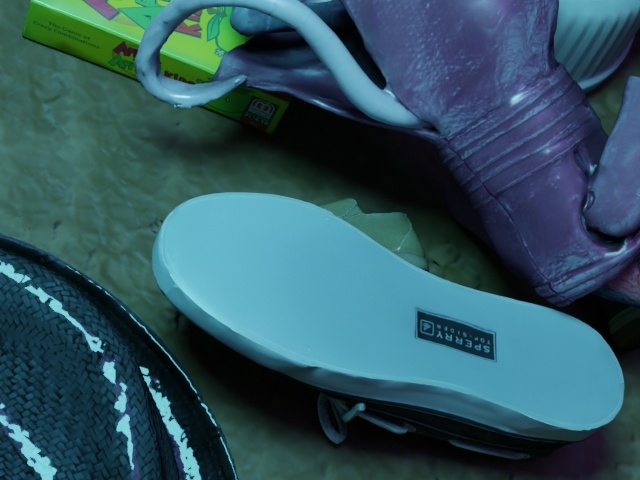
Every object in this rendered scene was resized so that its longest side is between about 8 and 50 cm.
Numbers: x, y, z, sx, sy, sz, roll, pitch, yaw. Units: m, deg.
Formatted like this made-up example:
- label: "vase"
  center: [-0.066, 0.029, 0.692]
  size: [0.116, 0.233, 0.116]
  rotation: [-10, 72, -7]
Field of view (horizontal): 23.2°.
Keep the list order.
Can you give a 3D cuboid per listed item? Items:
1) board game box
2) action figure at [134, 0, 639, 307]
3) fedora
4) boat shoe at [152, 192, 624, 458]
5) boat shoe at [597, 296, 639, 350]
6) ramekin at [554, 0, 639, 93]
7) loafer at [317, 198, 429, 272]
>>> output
- label: "board game box"
  center: [-0.100, -0.151, 1.063]
  size: [0.181, 0.043, 0.092]
  rotation: [21, 59, -9]
- label: "action figure"
  center: [0.119, -0.075, 0.964]
  size: [0.275, 0.248, 0.370]
  rotation: [-36, 89, -38]
- label: "fedora"
  center: [-0.179, 0.116, 0.829]
  size: [0.334, 0.152, 0.334]
  rotation: [8, 61, -16]
- label: "boat shoe"
  center: [0.032, 0.064, 0.964]
  size: [0.306, 0.105, 0.113]
  rotation: [15, 55, -20]
- label: "boat shoe"
  center: [0.287, 0.008, 1.101]
  size: [0.223, 0.080, 0.073]
  rotation: [-21, 77, -23]
- label: "ramekin"
  center: [0.159, -0.214, 1.153]
  size: [0.207, 0.109, 0.207]
  rotation: [8, 62, -16]
- label: "loafer"
  center: [0.000, 0.000, 1.017]
  size: [0.148, 0.056, 0.050]
  rotation: [10, 59, -27]
